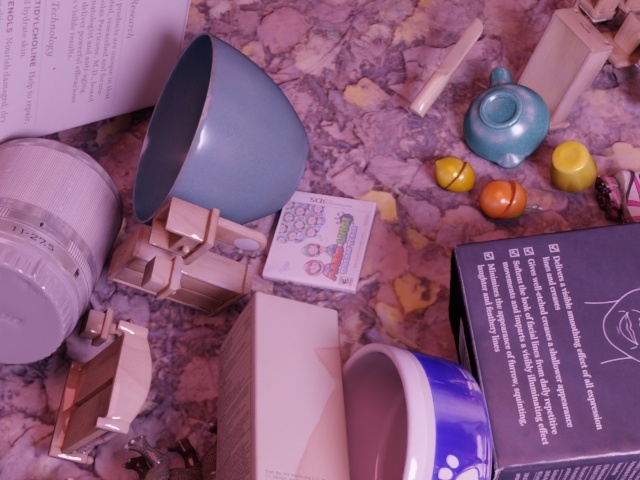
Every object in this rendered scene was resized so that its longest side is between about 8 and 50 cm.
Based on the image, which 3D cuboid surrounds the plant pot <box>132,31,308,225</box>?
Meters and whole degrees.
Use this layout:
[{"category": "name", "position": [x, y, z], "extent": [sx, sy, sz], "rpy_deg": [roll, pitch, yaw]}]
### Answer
[{"category": "plant pot", "position": [-0.134, -0.136, 1.323], "extent": [0.195, 0.290, 0.290], "rpy_deg": [19, 56, -25]}]

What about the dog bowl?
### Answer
[{"category": "dog bowl", "position": [0.086, 0.258, 1.037], "extent": [0.104, 0.265, 0.264], "rpy_deg": [15, 58, -19]}]

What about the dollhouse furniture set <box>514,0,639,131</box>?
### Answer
[{"category": "dollhouse furniture set", "position": [0.456, -0.287, 1.426], "extent": [0.242, 0.161, 0.212], "rpy_deg": [-14, 57, -28]}]

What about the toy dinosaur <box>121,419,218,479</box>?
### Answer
[{"category": "toy dinosaur", "position": [-0.162, 0.322, 1.133], "extent": [0.314, 0.121, 0.160], "rpy_deg": [-6, 56, -35]}]

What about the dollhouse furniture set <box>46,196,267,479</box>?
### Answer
[{"category": "dollhouse furniture set", "position": [-0.203, 0.174, 1.153], "extent": [0.174, 0.303, 0.355], "rpy_deg": [21, 58, -25]}]

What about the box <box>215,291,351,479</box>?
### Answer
[{"category": "box", "position": [-0.050, 0.232, 1.086], "extent": [0.121, 0.148, 0.311], "rpy_deg": [15, 47, -19]}]

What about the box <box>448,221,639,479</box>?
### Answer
[{"category": "box", "position": [0.377, 0.153, 1.104], "extent": [0.396, 0.212, 0.293], "rpy_deg": [-7, 59, 3]}]

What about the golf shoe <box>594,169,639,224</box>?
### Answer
[{"category": "golf shoe", "position": [0.469, -0.028, 1.284], "extent": [0.086, 0.067, 0.186], "rpy_deg": [-12, 59, -3]}]

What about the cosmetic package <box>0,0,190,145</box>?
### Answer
[{"category": "cosmetic package", "position": [-0.451, -0.385, 1.363], "extent": [0.329, 0.327, 0.394], "rpy_deg": [35, 39, 24]}]

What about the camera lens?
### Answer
[{"category": "camera lens", "position": [-0.410, 0.006, 1.239], "extent": [0.220, 0.219, 0.274], "rpy_deg": [1, 40, 7]}]

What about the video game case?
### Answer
[{"category": "video game case", "position": [0.000, 0.000, 1.347], "extent": [0.143, 0.019, 0.157], "rpy_deg": [9, 61, 12]}]

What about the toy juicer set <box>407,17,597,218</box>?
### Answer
[{"category": "toy juicer set", "position": [0.257, -0.167, 1.390], "extent": [0.209, 0.089, 0.329], "rpy_deg": [-35, 64, 6]}]
